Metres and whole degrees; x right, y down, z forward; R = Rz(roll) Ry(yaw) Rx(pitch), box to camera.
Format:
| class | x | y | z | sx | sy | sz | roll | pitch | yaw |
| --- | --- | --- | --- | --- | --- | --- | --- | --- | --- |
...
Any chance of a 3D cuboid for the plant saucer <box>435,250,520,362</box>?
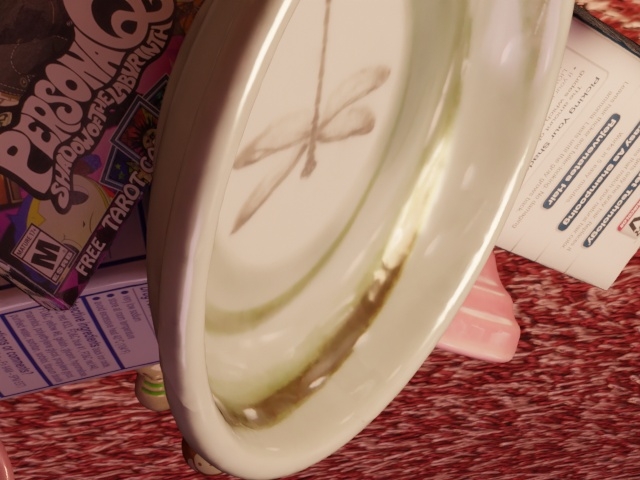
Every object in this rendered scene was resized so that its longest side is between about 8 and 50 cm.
| class | x | y | z | sx | sy | sz | roll | pitch | yaw |
| --- | --- | --- | --- | --- | --- | --- | --- | --- | --- |
| plant saucer | 0.000 | 0.000 | 1.294 | 0.332 | 0.084 | 0.332 | 19 | -178 | -1 |

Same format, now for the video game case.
| class | x | y | z | sx | sy | sz | roll | pitch | yaw |
| --- | --- | --- | --- | --- | --- | --- | --- | --- | --- |
| video game case | -0.157 | -0.115 | 0.883 | 0.210 | 0.232 | 0.042 | 38 | 163 | -23 |

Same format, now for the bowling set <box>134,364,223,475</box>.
| class | x | y | z | sx | sy | sz | roll | pitch | yaw |
| --- | --- | --- | --- | --- | --- | --- | --- | --- | --- |
| bowling set | -0.090 | 0.089 | 1.487 | 0.287 | 0.200 | 0.154 | -13 | 155 | -10 |

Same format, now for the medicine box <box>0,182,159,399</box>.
| class | x | y | z | sx | sy | sz | roll | pitch | yaw |
| --- | --- | --- | --- | --- | --- | --- | --- | --- | --- |
| medicine box | -0.240 | -0.040 | 1.030 | 0.289 | 0.263 | 0.149 | -12 | 157 | -1 |

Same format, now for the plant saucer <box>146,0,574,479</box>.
| class | x | y | z | sx | sy | sz | roll | pitch | yaw |
| --- | --- | --- | --- | --- | --- | --- | --- | --- | --- |
| plant saucer | 0.009 | -0.068 | 0.940 | 0.101 | 0.400 | 0.400 | 24 | 169 | 24 |

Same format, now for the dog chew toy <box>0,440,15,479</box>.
| class | x | y | z | sx | sy | sz | roll | pitch | yaw |
| --- | --- | --- | --- | --- | --- | --- | --- | --- | --- |
| dog chew toy | -0.470 | 0.265 | 1.680 | 0.332 | 0.206 | 0.206 | -13 | 157 | 20 |

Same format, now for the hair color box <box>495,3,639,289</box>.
| class | x | y | z | sx | sy | sz | roll | pitch | yaw |
| --- | --- | --- | --- | --- | --- | --- | --- | --- | --- |
| hair color box | 0.145 | -0.091 | 1.238 | 0.347 | 0.105 | 0.174 | 20 | 111 | -50 |
